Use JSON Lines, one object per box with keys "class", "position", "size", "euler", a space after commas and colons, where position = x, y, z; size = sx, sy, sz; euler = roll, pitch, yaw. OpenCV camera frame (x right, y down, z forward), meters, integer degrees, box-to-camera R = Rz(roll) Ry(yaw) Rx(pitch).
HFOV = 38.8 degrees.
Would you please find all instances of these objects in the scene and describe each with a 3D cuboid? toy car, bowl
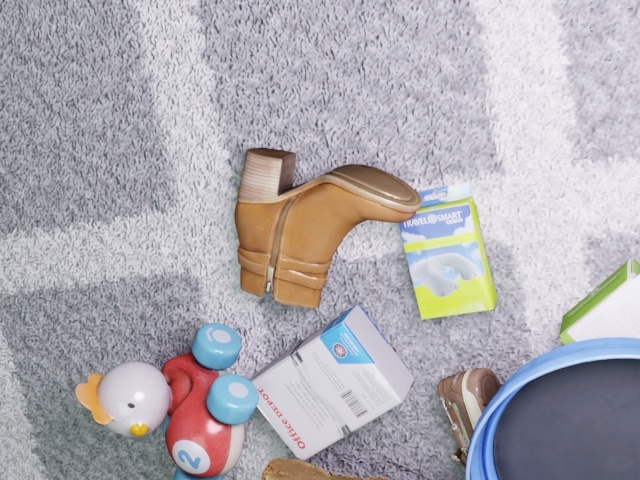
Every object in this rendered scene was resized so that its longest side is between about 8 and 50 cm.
{"class": "toy car", "position": [-0.247, 0.256, 1.359], "size": [0.237, 0.210, 0.219], "euler": [6, 126, -26]}
{"class": "bowl", "position": [0.385, 0.298, 1.164], "size": [0.391, 0.077, 0.391], "euler": [6, 115, 12]}

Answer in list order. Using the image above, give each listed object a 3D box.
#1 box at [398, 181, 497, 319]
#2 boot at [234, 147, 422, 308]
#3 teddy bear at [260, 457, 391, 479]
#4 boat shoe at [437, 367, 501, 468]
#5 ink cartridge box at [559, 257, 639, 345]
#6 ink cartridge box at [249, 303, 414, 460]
{"class": "box", "position": [0.176, 0.016, 1.275], "size": [0.109, 0.042, 0.178], "euler": [-10, 103, 21]}
{"class": "boot", "position": [0.000, 0.000, 1.290], "size": [0.283, 0.109, 0.220], "euler": [12, 109, 19]}
{"class": "teddy bear", "position": [0.071, 0.415, 1.328], "size": [0.337, 0.245, 0.113], "euler": [11, 97, -15]}
{"class": "boat shoe", "position": [0.242, 0.307, 1.324], "size": [0.095, 0.095, 0.258], "euler": [-15, 97, 38]}
{"class": "ink cartridge box", "position": [0.468, 0.099, 1.171], "size": [0.189, 0.097, 0.255], "euler": [45, 113, 2]}
{"class": "ink cartridge box", "position": [0.013, 0.215, 1.367], "size": [0.203, 0.086, 0.148], "euler": [-35, 93, 25]}
